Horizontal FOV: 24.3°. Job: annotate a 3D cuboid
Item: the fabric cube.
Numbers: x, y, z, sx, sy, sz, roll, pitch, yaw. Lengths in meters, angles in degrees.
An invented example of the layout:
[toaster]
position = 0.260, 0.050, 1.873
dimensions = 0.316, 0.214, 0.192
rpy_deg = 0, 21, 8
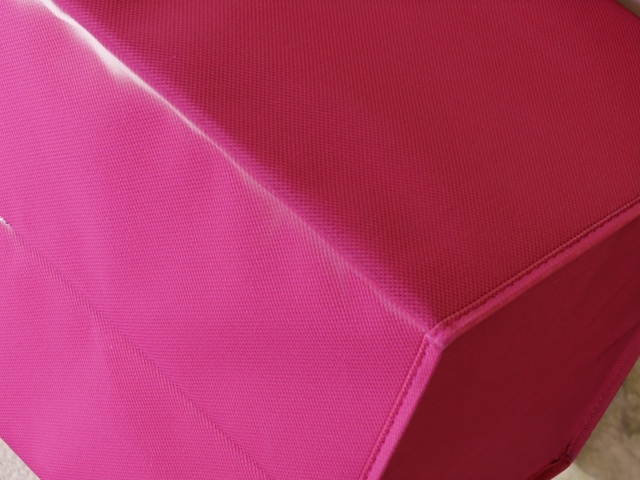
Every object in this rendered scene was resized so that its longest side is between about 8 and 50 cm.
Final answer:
[fabric cube]
position = 0.000, 0.000, 0.690
dimensions = 0.258, 0.254, 0.259
rpy_deg = 41, 133, 21

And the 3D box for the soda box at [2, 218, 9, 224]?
[soda box]
position = -0.236, -0.052, 1.046
dimensions = 0.169, 0.060, 0.053
rpy_deg = 17, 122, 39
